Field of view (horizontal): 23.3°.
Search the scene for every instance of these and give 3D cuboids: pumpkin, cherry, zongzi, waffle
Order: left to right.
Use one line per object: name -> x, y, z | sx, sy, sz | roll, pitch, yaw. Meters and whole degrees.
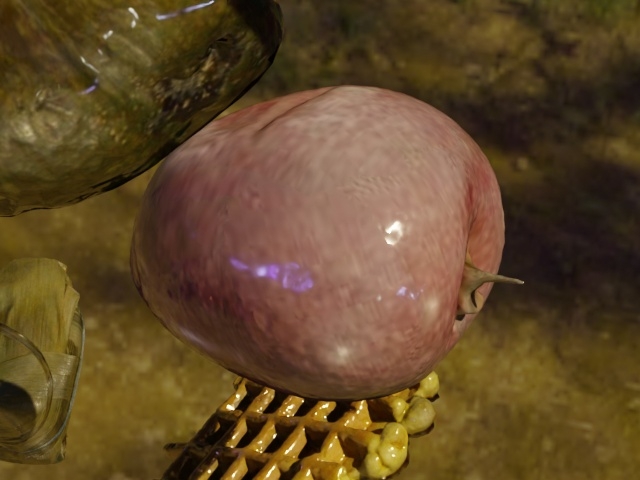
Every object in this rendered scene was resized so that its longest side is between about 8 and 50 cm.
pumpkin -> -0.193, -0.120, 0.700 | 0.325, 0.232, 0.242 | 37, -2, -14
zongzi -> -0.346, 0.113, 1.788 | 0.125, 0.274, 0.250 | 1, 69, -1
waffle -> -0.027, 0.170, 1.426 | 0.301, 0.058, 0.281 | -37, 25, -7
cherry -> 0.000, 0.000, 1.123 | 0.307, 0.221, 0.261 | 3, 18, 22
